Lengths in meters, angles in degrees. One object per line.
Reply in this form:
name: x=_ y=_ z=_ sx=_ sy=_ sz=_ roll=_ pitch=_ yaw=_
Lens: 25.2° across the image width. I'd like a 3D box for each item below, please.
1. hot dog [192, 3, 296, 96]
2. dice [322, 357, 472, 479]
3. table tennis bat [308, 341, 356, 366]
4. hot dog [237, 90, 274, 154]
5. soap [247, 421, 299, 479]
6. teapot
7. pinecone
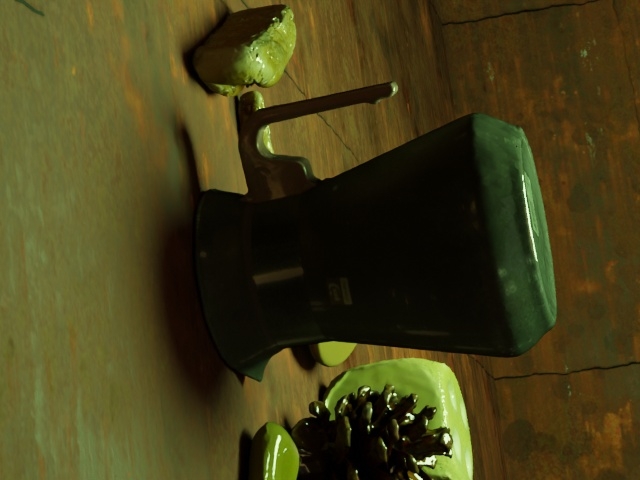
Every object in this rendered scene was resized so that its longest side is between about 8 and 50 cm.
hot dog: x=-0.080 y=-0.213 z=1.641 sx=0.242 sy=0.084 sz=0.073 roll=-70 pitch=146 yaw=-68
dice: x=0.102 y=0.261 z=1.866 sx=0.169 sy=0.169 sz=0.166 roll=59 pitch=26 yaw=-56
table tennis bat: x=0.058 y=0.023 z=1.847 sx=0.198 sy=0.050 sz=0.321 roll=79 pitch=31 yaw=-44
hot dog: x=-0.079 y=-0.132 z=1.699 sx=0.034 sy=0.030 sz=0.090 roll=-23 pitch=102 yaw=-68
soap: x=-0.049 y=0.259 z=1.498 sx=0.089 sy=0.045 sz=0.140 roll=69 pitch=16 yaw=-48
teapot: x=0.055 y=-0.008 z=1.488 sx=0.253 sy=0.343 sz=0.300 roll=-44 pitch=123 yaw=-76
pinecone: x=0.060 y=0.256 z=1.670 sx=0.179 sy=0.195 sz=0.150 roll=57 pitch=8 yaw=-46
